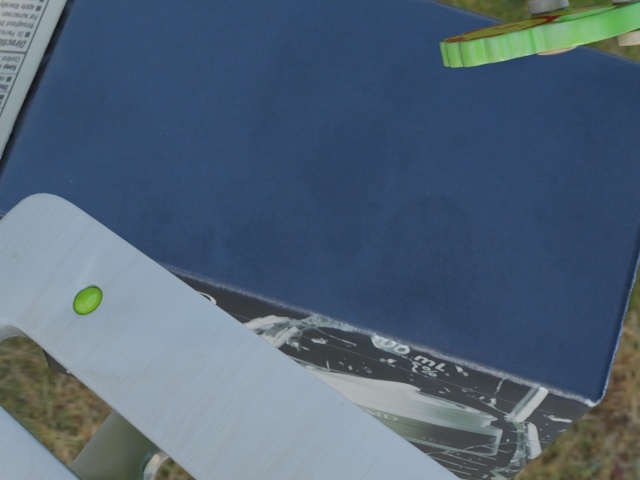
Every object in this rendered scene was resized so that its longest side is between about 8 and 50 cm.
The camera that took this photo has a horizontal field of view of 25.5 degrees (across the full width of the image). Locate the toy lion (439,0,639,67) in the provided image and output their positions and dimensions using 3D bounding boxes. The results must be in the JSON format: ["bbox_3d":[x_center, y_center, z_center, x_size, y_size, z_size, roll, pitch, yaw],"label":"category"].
[{"bbox_3d":[0.119,-0.112,0.768,0.096,0.100,0.034,-21,104,-35],"label":"toy lion"}]

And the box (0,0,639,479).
[{"bbox_3d":[0.000,0.000,1.267,0.480,0.472,0.297,17,69,2],"label":"box"}]

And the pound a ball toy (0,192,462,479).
[{"bbox_3d":[0.001,0.140,0.483,0.136,0.319,0.208,-51,140,-8],"label":"pound a ball toy"}]

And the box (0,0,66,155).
[{"bbox_3d":[-0.186,-0.128,0.550,0.148,0.127,0.232,-5,130,-54],"label":"box"}]
